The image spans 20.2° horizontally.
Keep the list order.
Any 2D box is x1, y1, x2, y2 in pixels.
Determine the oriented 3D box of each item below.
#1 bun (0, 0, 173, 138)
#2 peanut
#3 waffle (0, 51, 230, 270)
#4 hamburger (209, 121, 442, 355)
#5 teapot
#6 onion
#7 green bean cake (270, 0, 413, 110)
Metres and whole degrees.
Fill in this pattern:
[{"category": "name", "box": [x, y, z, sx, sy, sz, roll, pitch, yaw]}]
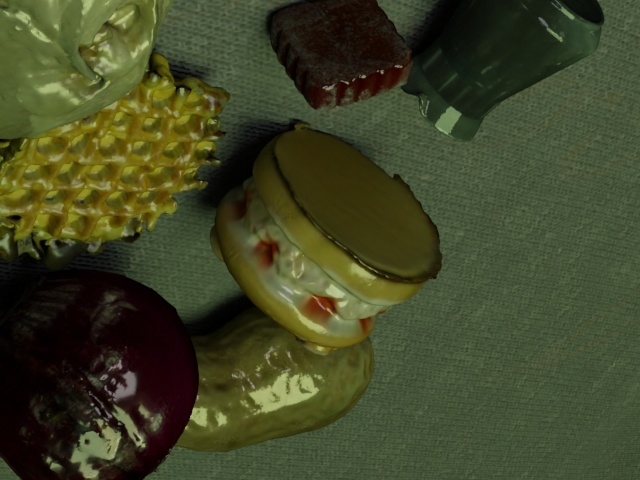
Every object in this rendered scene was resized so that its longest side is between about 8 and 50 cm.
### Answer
[{"category": "bun", "box": [-0.259, -0.246, 1.713, 0.361, 0.213, 0.361, -24, 146, -17]}, {"category": "peanut", "box": [-0.100, 0.186, 2.427, 0.387, 0.169, 0.192, -12, 136, -26]}, {"category": "waffle", "box": [-0.259, -0.091, 2.043, 0.329, 0.062, 0.329, -21, 146, -15]}, {"category": "hamburger", "box": [0.000, 0.000, 2.224, 0.186, 0.261, 0.302, -46, -175, 29]}, {"category": "teapot", "box": [0.218, -0.240, 2.167, 0.225, 0.171, 0.203, -42, 176, 27]}, {"category": "onion", "box": [-0.279, 0.159, 2.149, 0.260, 0.282, 0.337, -44, -179, 0]}, {"category": "green bean cake", "box": [0.022, -0.216, 2.043, 0.136, 0.135, 0.056, -17, 147, -20]}]
